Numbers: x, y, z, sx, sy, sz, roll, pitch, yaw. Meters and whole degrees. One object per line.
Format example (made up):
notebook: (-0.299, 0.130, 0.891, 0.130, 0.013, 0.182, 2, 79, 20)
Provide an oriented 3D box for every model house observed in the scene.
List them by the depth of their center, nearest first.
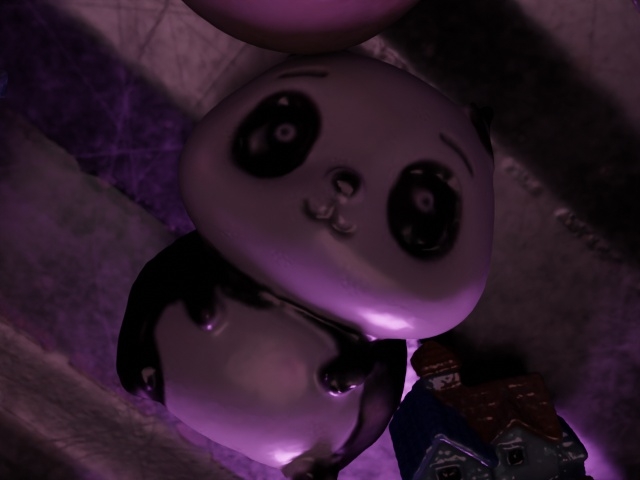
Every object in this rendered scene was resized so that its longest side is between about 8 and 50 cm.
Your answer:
model house: (0.113, 0.146, 0.555, 0.148, 0.119, 0.148, -14, 104, 5)

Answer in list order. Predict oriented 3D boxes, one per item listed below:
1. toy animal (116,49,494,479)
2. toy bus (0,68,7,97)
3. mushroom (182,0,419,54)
toy animal: (-0.003, 0.005, 0.459, 0.187, 0.165, 0.235, 29, 111, -1)
toy bus: (-0.342, -0.053, 0.448, 0.276, 0.133, 0.164, 11, 111, -4)
mushroom: (-0.005, -0.203, 0.379, 0.204, 0.204, 0.204, 0, 113, -1)
